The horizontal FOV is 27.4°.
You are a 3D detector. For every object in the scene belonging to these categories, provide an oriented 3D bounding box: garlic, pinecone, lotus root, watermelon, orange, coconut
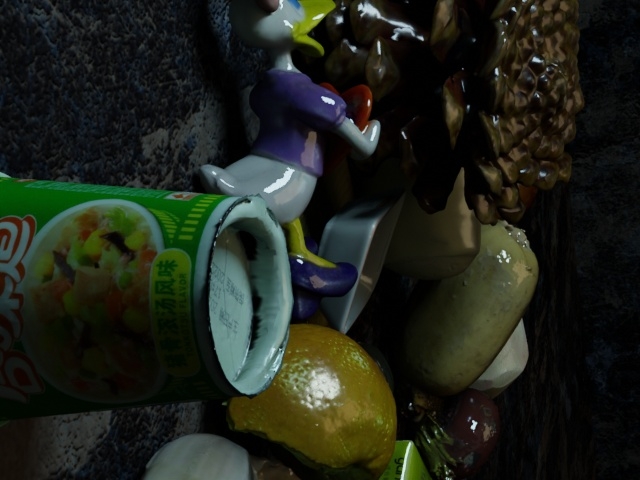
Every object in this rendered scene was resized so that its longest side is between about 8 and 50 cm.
[{"bbox_3d":[-0.098,0.322,1.265,0.325,0.132,0.279,-71,144,-54],"label":"garlic"},{"bbox_3d":[0.123,-0.202,1.563,0.384,0.384,0.385,-1,90,-70],"label":"pinecone"},{"bbox_3d":[0.201,0.122,1.974,0.151,0.169,0.343,23,105,-38],"label":"lotus root"},{"bbox_3d":[0.058,0.183,1.756,0.078,0.078,0.111,-65,143,-50],"label":"watermelon"},{"bbox_3d":[-0.002,0.182,1.424,0.158,0.179,0.237,-42,142,-4],"label":"orange"},{"bbox_3d":[0.263,0.181,2.204,0.171,0.170,0.183,-51,136,-60],"label":"coconut"}]

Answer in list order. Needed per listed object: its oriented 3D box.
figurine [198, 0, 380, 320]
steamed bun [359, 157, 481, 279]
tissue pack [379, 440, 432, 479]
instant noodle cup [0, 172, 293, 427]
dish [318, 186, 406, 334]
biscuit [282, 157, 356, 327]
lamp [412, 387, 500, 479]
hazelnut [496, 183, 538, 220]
[{"bbox_3d":[-0.047,-0.128,1.405,0.193,0.154,0.421,-6,106,-34],"label":"figurine"},{"bbox_3d":[0.131,-0.045,1.835,0.250,0.154,0.200,158,-67,-83],"label":"steamed bun"},{"bbox_3d":[0.045,0.405,1.580,0.200,0.167,0.275,63,32,-50],"label":"tissue pack"},{"bbox_3d":[-0.154,0.045,0.964,0.207,0.232,0.207,0,90,-69],"label":"instant noodle cup"},{"bbox_3d":[0.043,0.010,1.618,0.234,0.064,0.154,-45,152,-69],"label":"dish"},{"bbox_3d":[0.000,0.000,1.681,0.254,0.029,0.172,-65,148,-51],"label":"biscuit"},{"bbox_3d":[0.213,0.304,2.111,0.156,0.135,0.157,-57,-177,-2],"label":"lamp"},{"bbox_3d":[0.225,-0.111,2.062,0.218,0.234,0.218,-22,135,-23],"label":"hazelnut"}]
